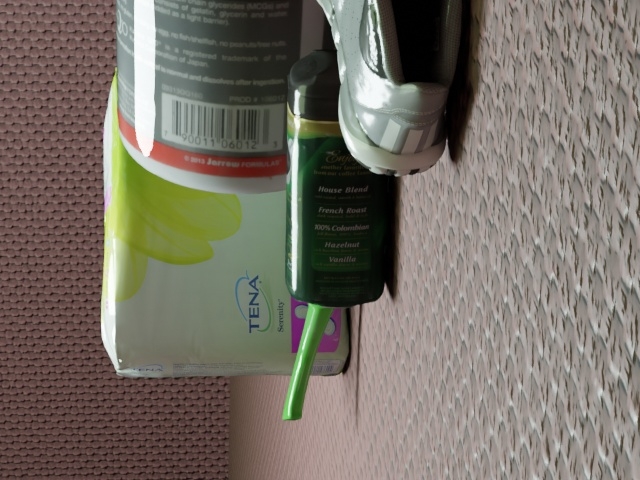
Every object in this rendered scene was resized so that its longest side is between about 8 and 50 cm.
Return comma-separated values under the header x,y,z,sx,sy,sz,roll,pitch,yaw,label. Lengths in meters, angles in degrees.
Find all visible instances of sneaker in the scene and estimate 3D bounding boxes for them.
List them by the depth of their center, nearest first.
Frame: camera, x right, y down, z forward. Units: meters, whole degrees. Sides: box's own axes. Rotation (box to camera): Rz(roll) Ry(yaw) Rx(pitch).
x,y,z,sx,sy,sz,roll,pitch,yaw,label
0.045,-0.164,1.011,0.132,0.086,0.228,111,149,-62,sneaker

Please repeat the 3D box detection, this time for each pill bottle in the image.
x,y,z,sx,sy,sz,roll,pitch,yaw,label
-0.062,-0.239,1.376,0.210,0.210,0.362,-100,11,-59,pill bottle

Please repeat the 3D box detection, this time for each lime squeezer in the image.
x,y,z,sx,sy,sz,roll,pitch,yaw,label
0.000,0.000,1.503,0.110,0.059,0.310,130,140,-76,lime squeezer

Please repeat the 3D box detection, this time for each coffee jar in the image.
x,y,z,sx,sy,sz,roll,pitch,yaw,label
0.013,-0.049,1.279,0.096,0.079,0.184,-96,6,-69,coffee jar

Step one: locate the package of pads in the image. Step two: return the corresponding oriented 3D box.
x,y,z,sx,sy,sz,roll,pitch,yaw,label
-0.093,-0.019,1.602,0.101,0.229,0.296,115,154,-77,package of pads
